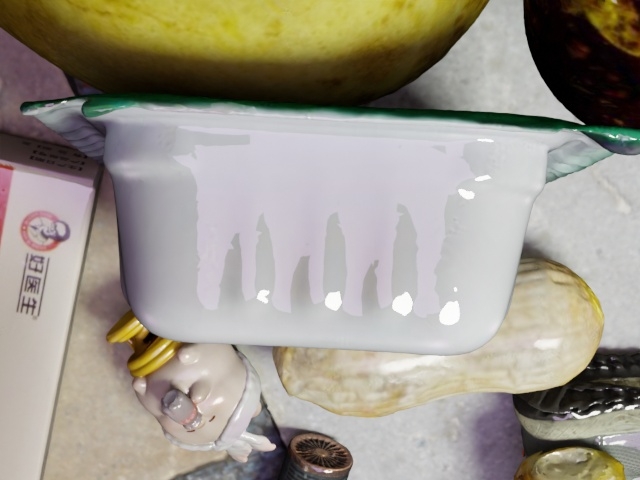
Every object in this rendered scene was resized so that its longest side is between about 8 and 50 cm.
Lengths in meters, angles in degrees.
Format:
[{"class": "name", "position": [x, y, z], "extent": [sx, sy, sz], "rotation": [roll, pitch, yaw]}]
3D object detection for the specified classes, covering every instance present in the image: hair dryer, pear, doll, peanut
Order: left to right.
[{"class": "doll", "position": [-0.078, 0.096, 0.914], "extent": [0.073, 0.084, 0.127], "rotation": [-38, 100, 14]}, {"class": "pear", "position": [-0.040, -0.195, 0.702], "extent": [0.303, 0.304, 0.304], "rotation": [0, 111, -1]}, {"class": "hair dryer", "position": [0.049, 0.230, 0.992], "extent": [0.194, 0.050, 0.173], "rotation": [14, 113, -10]}, {"class": "peanut", "position": [0.072, 0.060, 0.902], "extent": [0.206, 0.087, 0.087], "rotation": [-8, 111, 3]}]

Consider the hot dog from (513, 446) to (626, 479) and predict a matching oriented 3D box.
[{"class": "hot dog", "position": [0.182, 0.256, 0.966], "extent": [0.083, 0.068, 0.289], "rotation": [-5, 124, 18]}]

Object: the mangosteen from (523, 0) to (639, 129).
[{"class": "mangosteen", "position": [0.201, -0.133, 0.689], "extent": [0.217, 0.192, 0.192], "rotation": [5, 111, 4]}]

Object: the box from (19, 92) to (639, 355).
[{"class": "box", "position": [0.000, 0.000, 0.741], "extent": [0.264, 0.336, 0.106], "rotation": [3, 89, -1]}]

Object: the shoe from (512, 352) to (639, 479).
[{"class": "shoe", "position": [0.219, 0.118, 0.939], "extent": [0.194, 0.074, 0.077], "rotation": [0, 123, 2]}]

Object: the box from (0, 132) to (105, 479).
[{"class": "box", "position": [-0.274, 0.093, 0.923], "extent": [0.214, 0.069, 0.353], "rotation": [12, 112, -5]}]
